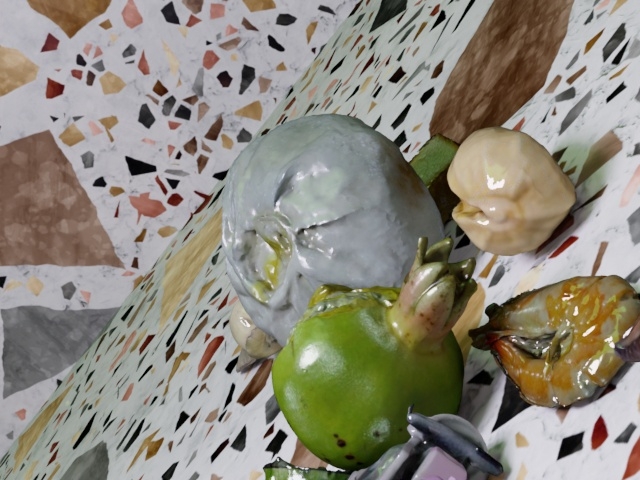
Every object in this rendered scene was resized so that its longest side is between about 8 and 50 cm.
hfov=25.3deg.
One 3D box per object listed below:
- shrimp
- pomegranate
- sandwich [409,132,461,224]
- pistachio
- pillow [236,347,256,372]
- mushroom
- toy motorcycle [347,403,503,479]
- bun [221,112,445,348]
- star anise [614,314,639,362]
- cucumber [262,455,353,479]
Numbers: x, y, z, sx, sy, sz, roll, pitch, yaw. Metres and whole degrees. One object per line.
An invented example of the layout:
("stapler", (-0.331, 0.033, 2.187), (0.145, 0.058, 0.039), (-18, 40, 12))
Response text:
("shrimp", (0.240, 0.108, 1.536), (0.154, 0.062, 0.294), (-64, 19, -14))
("pomegranate", (0.081, 0.129, 1.638), (0.302, 0.236, 0.236), (-46, 17, 32))
("sandwich", (0.149, -0.053, 2.129), (0.214, 0.065, 0.186), (-54, 15, 3))
("pistachio", (0.235, -0.069, 1.775), (0.157, 0.157, 0.229), (-50, 10, 15))
("pillow", (-0.090, 0.128, 2.494), (0.131, 0.038, 0.232), (-37, 25, 54))
("mushroom", (-0.073, 0.123, 2.327), (0.154, 0.122, 0.154), (-41, -25, -24))
("toy motorcycle", (0.104, 0.260, 1.431), (0.188, 0.143, 0.327), (-53, -2, -5))
("bun", (0.000, 0.000, 1.957), (0.211, 0.362, 0.362), (-8, -28, -49))
("star anise", (0.385, 0.023, 1.200), (0.292, 0.109, 0.349), (-58, 16, 7))
("cucumber", (-0.011, 0.371, 1.591), (0.134, 0.134, 0.244), (-23, 58, 62))
